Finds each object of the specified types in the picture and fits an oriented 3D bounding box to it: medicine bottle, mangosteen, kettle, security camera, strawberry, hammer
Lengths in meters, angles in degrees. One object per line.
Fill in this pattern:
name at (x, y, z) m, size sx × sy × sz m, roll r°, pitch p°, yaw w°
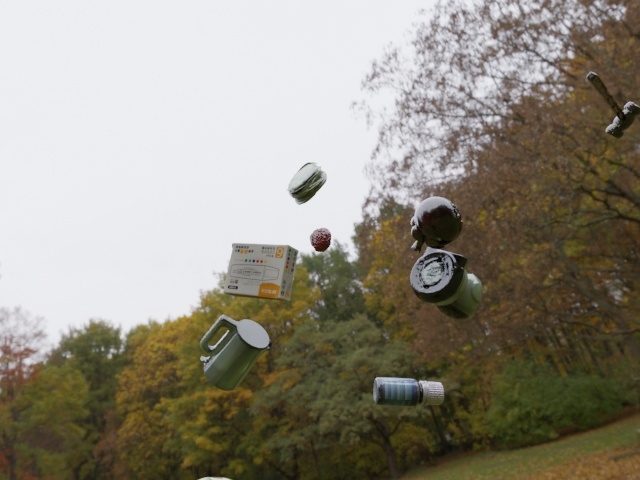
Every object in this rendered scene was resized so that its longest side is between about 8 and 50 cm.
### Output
medicine bottle at (0.264, 0.454, 1.521) m, size 0.203 × 0.083 × 0.083 m, roll 2°, pitch -26°, yaw -5°
mangosteen at (0.372, -0.059, 1.669) m, size 0.184 × 0.172 × 0.173 m, roll -13°, pitch -16°, yaw 43°
kettle at (-0.200, 0.253, 1.173) m, size 0.148 × 0.127 × 0.098 m, roll -53°, pitch -17°, yaw 23°
security camera at (0.465, 0.171, 1.806) m, size 0.277 × 0.191 × 0.197 m, roll 35°, pitch -12°, yaw -38°
strawberry at (0.000, 0.000, 1.770) m, size 0.083 × 0.096 × 0.083 m, roll 2°, pitch -40°, yaw 2°
hammer at (0.427, -0.202, 0.748) m, size 0.292 × 0.029 × 0.058 m, roll 1°, pitch -55°, yaw -52°

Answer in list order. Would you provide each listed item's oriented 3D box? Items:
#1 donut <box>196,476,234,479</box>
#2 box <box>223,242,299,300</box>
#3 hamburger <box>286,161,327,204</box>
donut at (-0.191, 0.606, 0.906) m, size 0.150 × 0.371 × 0.307 m, roll -33°, pitch -66°, yaw 14°
box at (-0.235, 0.121, 2.007) m, size 0.274 × 0.220 × 0.091 m, roll 0°, pitch -15°, yaw 27°
hamburger at (-0.041, -0.173, 1.521) m, size 0.133 × 0.140 × 0.062 m, roll -41°, pitch -66°, yaw 15°
